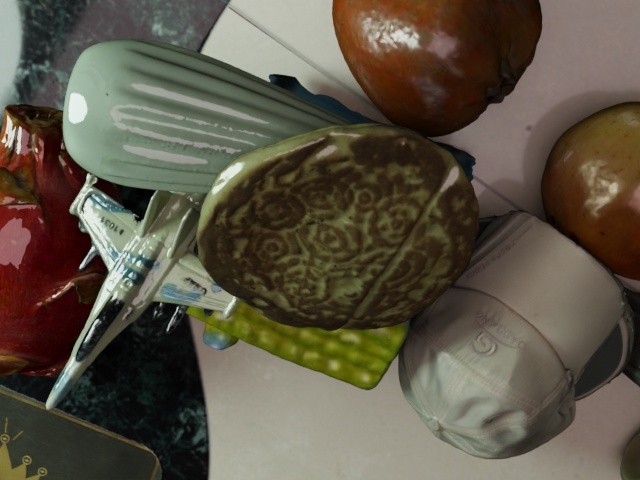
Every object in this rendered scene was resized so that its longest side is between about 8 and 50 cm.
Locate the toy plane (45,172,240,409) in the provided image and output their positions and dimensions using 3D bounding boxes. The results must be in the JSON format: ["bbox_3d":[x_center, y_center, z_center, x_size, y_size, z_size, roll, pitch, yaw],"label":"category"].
[{"bbox_3d":[-0.180,0.047,0.974,0.192,0.088,0.262,35,99,6],"label":"toy plane"}]

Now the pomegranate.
[{"bbox_3d":[0.325,-0.053,1.049,0.191,0.191,0.191,1,102,4],"label":"pomegranate"}]

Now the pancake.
[{"bbox_3d":[0.013,-0.003,0.890,0.250,0.031,0.250,-1,136,-1],"label":"pancake"}]

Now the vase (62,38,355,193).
[{"bbox_3d":[-0.090,-0.095,0.891,0.248,0.128,0.128,12,103,-1],"label":"vase"}]

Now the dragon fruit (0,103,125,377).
[{"bbox_3d":[-0.308,0.015,1.083,0.250,0.250,0.315,34,100,-3],"label":"dragon fruit"}]

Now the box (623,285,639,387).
[{"bbox_3d":[0.359,0.104,1.112,0.062,0.122,0.089,4,102,-9],"label":"box"}]

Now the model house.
[{"bbox_3d":[0.000,0.000,1.076,0.237,0.215,0.303,24,109,1],"label":"model house"}]

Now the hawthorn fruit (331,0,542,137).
[{"bbox_3d":[0.094,-0.224,1.037,0.251,0.199,0.199,41,103,20],"label":"hawthorn fruit"}]

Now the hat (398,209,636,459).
[{"bbox_3d":[0.194,0.105,1.072,0.232,0.161,0.275,36,119,10],"label":"hat"}]

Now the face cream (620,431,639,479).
[{"bbox_3d":[0.497,0.329,1.172,0.341,0.084,0.137,34,106,-11],"label":"face cream"}]

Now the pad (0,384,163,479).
[{"bbox_3d":[-0.410,0.334,1.248,0.375,0.063,0.315,21,103,0],"label":"pad"}]
